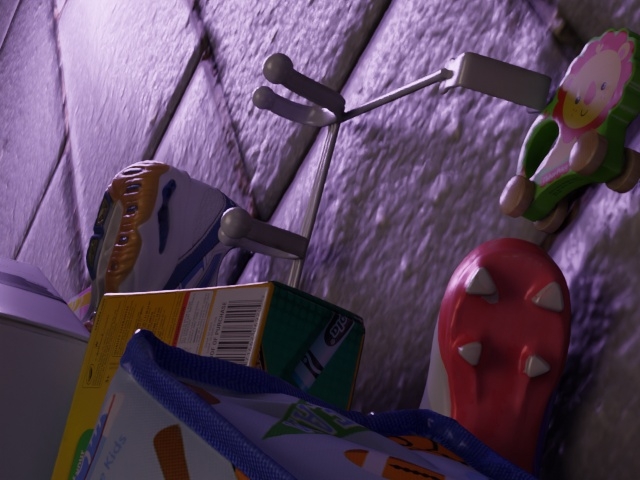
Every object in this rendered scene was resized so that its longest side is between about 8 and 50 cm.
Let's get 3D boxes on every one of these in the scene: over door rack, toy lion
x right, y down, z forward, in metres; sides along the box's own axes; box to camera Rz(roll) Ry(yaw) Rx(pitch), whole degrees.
[{"bbox_3d":[0.000,0.000,0.902,0.324,0.108,0.240,4,80,65],"label":"over door rack"},{"bbox_3d":[0.141,-0.064,0.739,0.100,0.034,0.096,-35,38,54],"label":"toy lion"}]

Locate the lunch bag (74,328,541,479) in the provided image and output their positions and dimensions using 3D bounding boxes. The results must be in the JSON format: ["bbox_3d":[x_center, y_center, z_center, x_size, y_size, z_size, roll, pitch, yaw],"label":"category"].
[{"bbox_3d":[0.039,0.262,0.493,0.385,0.238,0.328,27,98,52],"label":"lunch bag"}]

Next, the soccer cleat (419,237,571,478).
[{"bbox_3d":[0.077,0.120,0.722,0.095,0.083,0.248,-27,-50,-83],"label":"soccer cleat"}]

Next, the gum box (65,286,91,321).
[{"bbox_3d":[-0.236,0.117,1.380,0.188,0.062,0.107,-25,53,59],"label":"gum box"}]

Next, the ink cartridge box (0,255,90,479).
[{"bbox_3d":[-0.306,0.158,1.041,0.395,0.166,0.286,-160,86,-72],"label":"ink cartridge box"}]

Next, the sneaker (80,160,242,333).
[{"bbox_3d":[-0.138,0.091,1.107,0.112,0.131,0.297,19,88,58],"label":"sneaker"}]

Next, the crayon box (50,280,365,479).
[{"bbox_3d":[-0.083,0.167,0.780,0.165,0.081,0.279,-6,66,47],"label":"crayon box"}]
